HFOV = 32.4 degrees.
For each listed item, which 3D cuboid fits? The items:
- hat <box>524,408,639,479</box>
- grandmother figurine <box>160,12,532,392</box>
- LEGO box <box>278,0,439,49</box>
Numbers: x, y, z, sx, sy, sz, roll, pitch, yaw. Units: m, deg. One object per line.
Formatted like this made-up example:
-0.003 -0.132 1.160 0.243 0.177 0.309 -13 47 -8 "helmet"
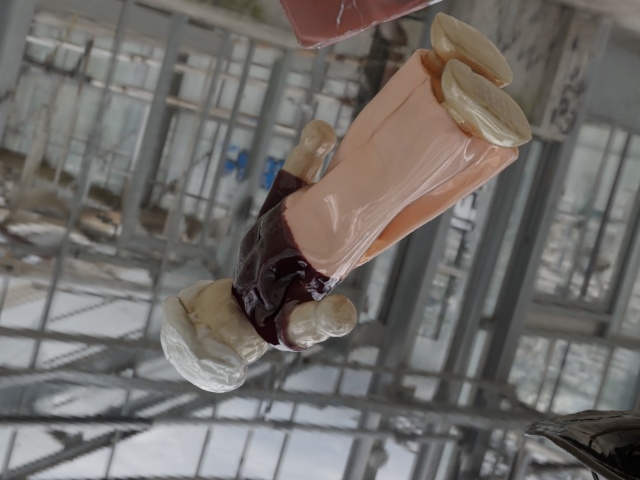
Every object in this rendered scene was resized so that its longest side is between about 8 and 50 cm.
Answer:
0.322 0.242 0.972 0.331 0.134 0.331 9 -177 -1 "hat"
0.000 0.000 0.799 0.104 0.342 0.208 36 -149 -19 "grandmother figurine"
0.030 -0.386 0.478 0.193 0.500 0.372 -16 -160 29 "LEGO box"
